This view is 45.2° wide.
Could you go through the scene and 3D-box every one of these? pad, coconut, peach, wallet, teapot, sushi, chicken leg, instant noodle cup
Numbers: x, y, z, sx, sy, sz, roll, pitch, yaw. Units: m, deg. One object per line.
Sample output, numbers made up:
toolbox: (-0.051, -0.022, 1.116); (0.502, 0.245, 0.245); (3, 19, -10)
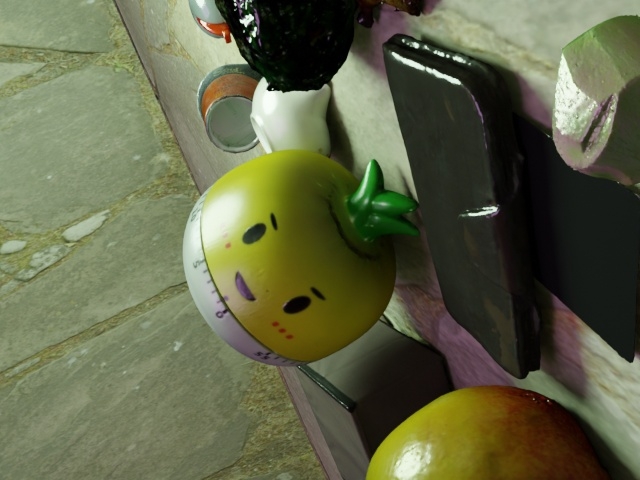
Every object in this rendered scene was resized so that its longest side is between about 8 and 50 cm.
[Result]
pad: (0.165, -0.035, 0.622); (0.265, 0.009, 0.159); (52, 163, 49)
coconut: (0.164, -0.068, 0.402); (0.082, 0.083, 0.081); (46, -166, -52)
peach: (0.158, 0.246, 0.722); (0.231, 0.231, 0.231); (59, 166, 24)
wallet: (0.128, -0.023, 0.689); (0.165, 0.042, 0.309); (-128, 18, -56)
teapot: (-0.040, -0.155, 1.040); (0.145, 0.092, 0.226); (63, 171, 8)
sushi: (-0.040, -0.256, 0.747); (0.127, 0.124, 0.225); (-127, 19, -51)
chicken leg: (0.054, -0.217, 0.670); (0.062, 0.037, 0.145); (53, 172, -21)
instant noodle cup: (-0.126, -0.190, 1.149); (0.135, 0.127, 0.127); (-103, -6, -65)

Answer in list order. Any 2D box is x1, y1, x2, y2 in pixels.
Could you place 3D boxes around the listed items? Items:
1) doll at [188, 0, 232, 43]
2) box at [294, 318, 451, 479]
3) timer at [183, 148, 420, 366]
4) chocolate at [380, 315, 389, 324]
doll: (-0.175, -0.388, 1.161); (0.142, 0.076, 0.245); (87, 158, -62)
box: (0.094, 0.259, 1.106); (0.188, 0.153, 0.252); (29, 143, 59)
timer: (0.000, 0.000, 0.923); (0.285, 0.285, 0.285); (59, 166, 24)
chocolate: (0.042, 0.145, 1.289); (0.261, 0.083, 0.161); (43, 157, 57)
